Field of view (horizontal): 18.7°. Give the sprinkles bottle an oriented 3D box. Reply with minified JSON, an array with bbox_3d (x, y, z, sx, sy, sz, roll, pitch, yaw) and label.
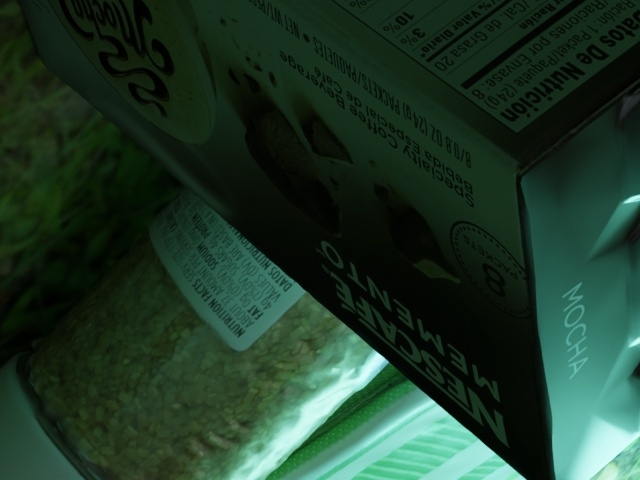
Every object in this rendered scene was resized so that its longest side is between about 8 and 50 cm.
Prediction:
[{"bbox_3d":[0.000,0.000,0.820,0.355,0.121,0.121,-46,147,9],"label":"sprinkles bottle"}]

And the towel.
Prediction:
[{"bbox_3d":[0.049,0.118,1.026,0.248,0.038,0.325,-37,159,24],"label":"towel"}]

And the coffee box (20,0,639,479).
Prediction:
[{"bbox_3d":[0.013,-0.075,0.649,0.119,0.297,0.168,-37,144,-19],"label":"coffee box"}]
